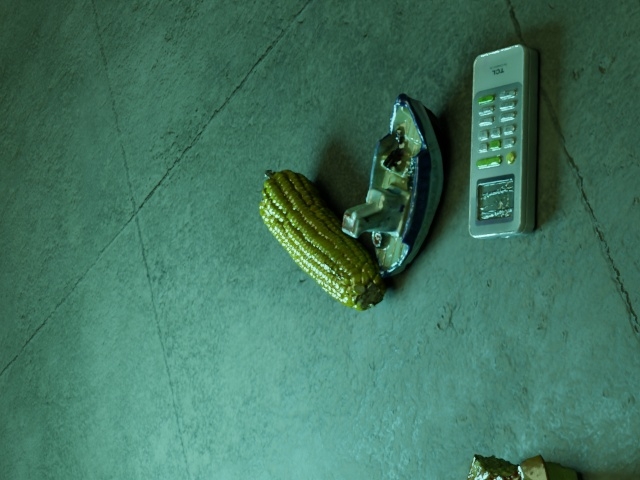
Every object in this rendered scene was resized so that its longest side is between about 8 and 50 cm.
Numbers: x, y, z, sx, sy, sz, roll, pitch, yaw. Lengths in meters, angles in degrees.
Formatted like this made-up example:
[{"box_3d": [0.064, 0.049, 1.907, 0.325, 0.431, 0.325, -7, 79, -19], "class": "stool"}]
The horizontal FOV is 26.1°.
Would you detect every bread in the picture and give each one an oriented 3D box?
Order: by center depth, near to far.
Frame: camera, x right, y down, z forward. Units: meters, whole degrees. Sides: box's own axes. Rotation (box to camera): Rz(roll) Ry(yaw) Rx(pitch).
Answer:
[{"box_3d": [0.241, 0.323, 1.680, 0.156, 0.086, 0.125, -11, 76, 54], "class": "bread"}]

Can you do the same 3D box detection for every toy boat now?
[{"box_3d": [0.100, -0.075, 1.927, 0.114, 0.115, 0.262, 28, 106, 53], "class": "toy boat"}]

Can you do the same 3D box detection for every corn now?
[{"box_3d": [-0.002, 0.004, 2.071, 0.313, 0.102, 0.102, 53, 125, 45], "class": "corn"}]

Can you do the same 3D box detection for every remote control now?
[{"box_3d": [0.240, -0.128, 1.811, 0.103, 0.034, 0.250, -6, 79, 54], "class": "remote control"}]
